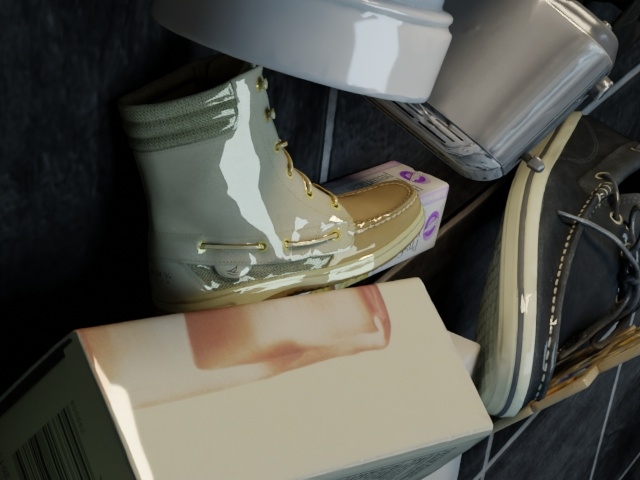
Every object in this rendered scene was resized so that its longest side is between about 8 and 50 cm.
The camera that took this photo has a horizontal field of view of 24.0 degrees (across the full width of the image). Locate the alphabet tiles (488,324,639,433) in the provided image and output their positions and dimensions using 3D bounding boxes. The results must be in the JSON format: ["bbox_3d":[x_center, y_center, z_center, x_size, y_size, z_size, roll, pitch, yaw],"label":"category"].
[{"bbox_3d":[0.195,0.162,1.511,0.342,0.011,0.285,-30,176,21],"label":"alphabet tiles"}]

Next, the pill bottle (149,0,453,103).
[{"bbox_3d":[0.042,-0.295,0.834,0.229,0.229,0.407,-8,119,-61],"label":"pill bottle"}]

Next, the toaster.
[{"bbox_3d":[0.099,-0.149,1.121,0.146,0.227,0.129,-50,173,2],"label":"toaster"}]

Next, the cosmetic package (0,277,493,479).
[{"bbox_3d":[-0.052,0.123,0.988,0.296,0.129,0.153,-5,154,-44],"label":"cosmetic package"}]

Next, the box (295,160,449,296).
[{"bbox_3d":[0.000,0.000,1.206,0.324,0.063,0.067,-21,130,-57],"label":"box"}]

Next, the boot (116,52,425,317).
[{"bbox_3d":[-0.028,-0.050,1.007,0.213,0.077,0.165,-20,112,-26],"label":"boot"}]

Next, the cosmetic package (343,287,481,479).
[{"bbox_3d":[-0.026,0.212,1.233,0.365,0.155,0.197,-34,139,-50],"label":"cosmetic package"}]

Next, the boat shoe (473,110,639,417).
[{"bbox_3d":[0.253,0.012,1.472,0.500,0.156,0.187,-53,157,-59],"label":"boat shoe"}]

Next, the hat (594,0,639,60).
[{"bbox_3d":[0.320,-0.324,1.470,0.331,0.134,0.331,-48,168,-14],"label":"hat"}]
